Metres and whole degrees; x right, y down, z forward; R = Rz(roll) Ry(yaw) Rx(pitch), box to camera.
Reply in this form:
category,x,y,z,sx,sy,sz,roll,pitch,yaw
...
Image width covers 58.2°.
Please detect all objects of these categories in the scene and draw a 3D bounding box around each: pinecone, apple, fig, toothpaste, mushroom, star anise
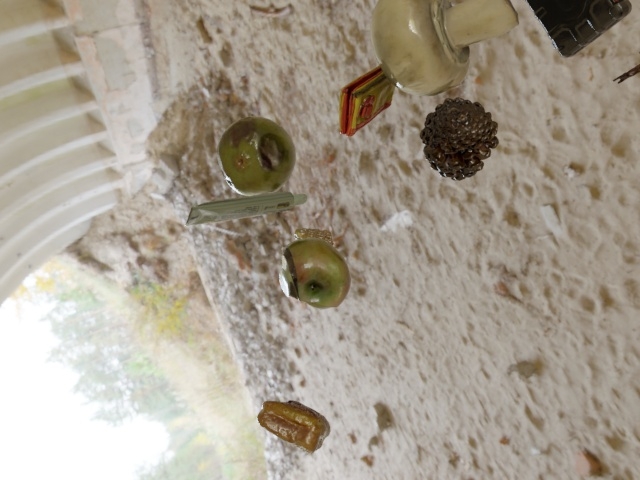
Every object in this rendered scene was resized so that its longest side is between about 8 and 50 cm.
category,x,y,z,sx,sy,sz,roll,pitch,yaw
pinecone,0.443,-0.303,1.828,0.246,0.246,0.292,62,-178,27
apple,-0.018,0.081,1.499,0.207,0.174,0.188,41,-169,-15
fig,-0.182,-0.256,1.746,0.239,0.271,0.239,7,108,24
toothpaste,-0.132,-0.064,1.084,0.037,0.255,0.067,63,142,20
mushroom,0.301,-0.519,1.408,0.314,0.336,0.314,37,-135,-49
star anise,0.755,-0.412,1.351,0.140,0.144,0.158,10,-123,-58

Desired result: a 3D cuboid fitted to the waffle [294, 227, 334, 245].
category,x,y,z,sx,sy,sz,roll,pitch,yaw
waffle,0.000,0.000,1.835,0.192,0.161,0.046,30,111,53

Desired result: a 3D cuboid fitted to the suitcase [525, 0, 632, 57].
category,x,y,z,sx,sy,sz,roll,pitch,yaw
suitcase,0.638,-0.641,1.484,0.285,0.066,0.206,59,149,4

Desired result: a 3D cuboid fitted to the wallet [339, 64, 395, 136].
category,x,y,z,sx,sy,sz,roll,pitch,yaw
wallet,0.136,-0.381,1.548,0.067,0.241,0.141,26,136,23

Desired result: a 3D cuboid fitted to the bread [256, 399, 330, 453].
category,x,y,z,sx,sy,sz,roll,pitch,yaw
bread,-0.051,0.362,1.141,0.139,0.077,0.271,23,165,12
